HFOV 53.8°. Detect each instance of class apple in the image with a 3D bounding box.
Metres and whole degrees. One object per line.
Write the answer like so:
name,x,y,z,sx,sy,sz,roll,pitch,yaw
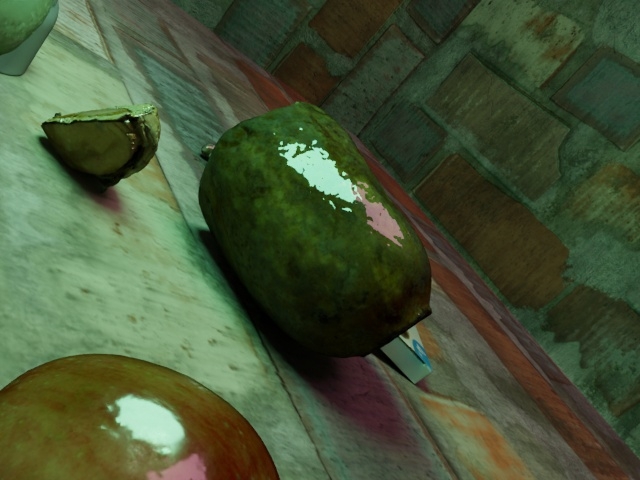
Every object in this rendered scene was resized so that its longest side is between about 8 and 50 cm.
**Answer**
apple,-0.111,0.157,0.335,0.168,0.181,0.181,21,14,6

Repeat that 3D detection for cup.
cup,-0.447,-0.341,0.878,0.173,0.142,0.134,50,18,26

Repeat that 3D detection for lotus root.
lotus root,0.000,0.000,0.864,0.346,0.250,0.250,51,17,19

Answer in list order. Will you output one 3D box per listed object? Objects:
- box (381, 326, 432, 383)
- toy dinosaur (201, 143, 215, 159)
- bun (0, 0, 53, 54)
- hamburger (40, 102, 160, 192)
box,0.085,0.091,1.144,0.265,0.048,0.273,48,12,-21
toy dinosaur,-0.111,-0.117,1.252,0.200,0.072,0.251,40,22,32
bun,-0.446,-0.285,0.679,0.293,0.187,0.293,21,42,-20
hamburger,-0.263,-0.120,0.799,0.087,0.176,0.102,-50,134,-49
